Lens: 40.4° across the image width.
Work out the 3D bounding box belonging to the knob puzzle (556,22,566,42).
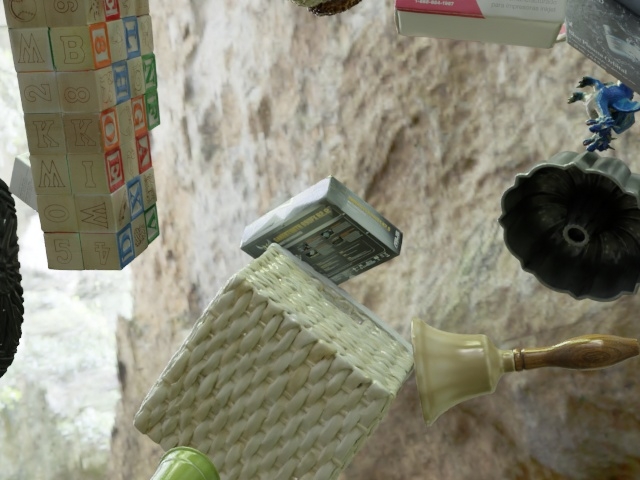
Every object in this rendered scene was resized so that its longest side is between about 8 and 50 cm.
[{"bbox_3d":[0.405,-0.410,1.426,0.213,0.030,0.213,-39,-138,45],"label":"knob puzzle"}]

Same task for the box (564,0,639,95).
[{"bbox_3d":[0.369,-0.262,1.010,0.156,0.093,0.158,46,-3,28],"label":"box"}]

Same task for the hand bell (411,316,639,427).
[{"bbox_3d":[0.230,0.134,0.971,0.126,0.242,0.126,-8,90,-80],"label":"hand bell"}]

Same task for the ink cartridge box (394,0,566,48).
[{"bbox_3d":[0.177,-0.336,0.910,0.100,0.172,0.237,26,71,-81],"label":"ink cartridge box"}]

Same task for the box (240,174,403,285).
[{"bbox_3d":[0.000,0.000,1.532,0.231,0.183,0.056,-29,-145,39],"label":"box"}]

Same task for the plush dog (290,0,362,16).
[{"bbox_3d":[-0.019,-0.421,1.152,0.210,0.262,0.225,-4,-113,33],"label":"plush dog"}]

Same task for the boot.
[{"bbox_3d":[-0.593,0.078,1.326,0.131,0.260,0.348,45,33,-57],"label":"boot"}]

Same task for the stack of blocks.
[{"bbox_3d":[-0.245,-0.133,0.953,0.171,0.087,0.297,-62,150,-70],"label":"stack of blocks"}]

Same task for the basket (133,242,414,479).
[{"bbox_3d":[-0.071,0.236,1.397,0.331,0.328,0.266,-54,174,14],"label":"basket"}]

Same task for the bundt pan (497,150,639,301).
[{"bbox_3d":[0.530,-0.043,1.734,0.331,0.124,0.331,23,-42,23],"label":"bundt pan"}]

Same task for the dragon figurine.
[{"bbox_3d":[0.584,-0.264,1.685,0.144,0.289,0.085,54,-31,22],"label":"dragon figurine"}]

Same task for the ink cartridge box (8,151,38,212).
[{"bbox_3d":[-0.334,-0.070,1.195,0.150,0.109,0.063,35,-54,15],"label":"ink cartridge box"}]

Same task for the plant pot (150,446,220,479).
[{"bbox_3d":[-0.167,0.288,0.981,0.079,0.083,0.083,-32,117,-67],"label":"plant pot"}]
